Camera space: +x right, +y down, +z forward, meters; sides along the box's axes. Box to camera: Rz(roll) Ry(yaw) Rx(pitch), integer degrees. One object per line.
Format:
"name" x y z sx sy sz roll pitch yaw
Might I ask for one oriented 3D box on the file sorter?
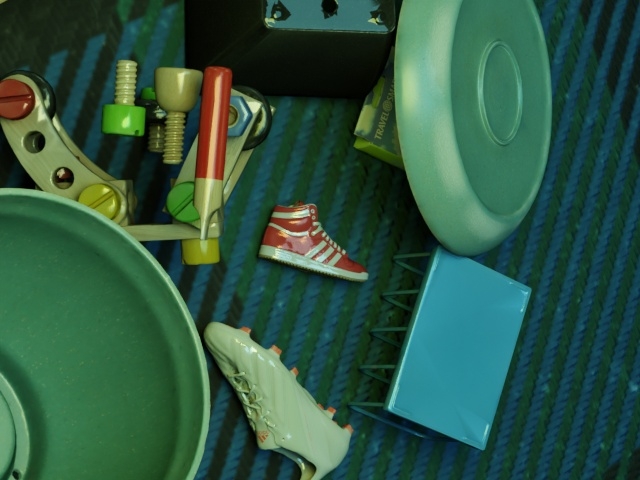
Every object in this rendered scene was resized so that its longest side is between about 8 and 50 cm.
"file sorter" 0.113 0.108 1.805 0.118 0.104 0.170 25 75 -25

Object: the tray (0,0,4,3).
"tray" -0.231 -0.274 1.583 0.411 0.203 0.076 -35 102 -27

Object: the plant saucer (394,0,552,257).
"plant saucer" 0.160 -0.143 1.762 0.317 0.043 0.318 5 85 -61

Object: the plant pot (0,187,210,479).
"plant pot" -0.263 0.129 1.432 0.293 0.196 0.293 17 61 -32

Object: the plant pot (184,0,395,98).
"plant pot" -0.017 -0.240 1.701 0.188 0.167 0.187 0 85 -19

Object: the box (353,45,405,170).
"box" 0.112 -0.119 1.856 0.178 0.042 0.109 24 75 -26

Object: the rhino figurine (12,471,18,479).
"rhino figurine" -0.206 0.193 1.640 0.243 0.073 0.106 -32 99 -26

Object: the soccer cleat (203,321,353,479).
"soccer cleat" -0.048 0.157 1.736 0.196 0.068 0.076 47 70 -22

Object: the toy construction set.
"toy construction set" -0.157 -0.025 1.568 0.257 0.309 0.237 4 89 -21

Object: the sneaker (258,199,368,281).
"sneaker" 0.000 0.000 1.785 0.118 0.042 0.067 16 82 -25
